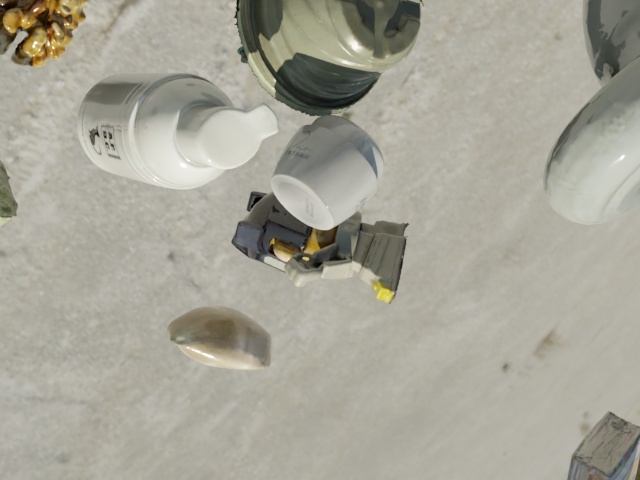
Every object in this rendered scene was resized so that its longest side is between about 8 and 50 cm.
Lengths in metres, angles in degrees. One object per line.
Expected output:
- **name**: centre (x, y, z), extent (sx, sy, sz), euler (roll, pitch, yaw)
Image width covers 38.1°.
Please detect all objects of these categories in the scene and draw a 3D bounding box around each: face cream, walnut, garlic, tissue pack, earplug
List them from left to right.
- **walnut**: centre (-0.431, -0.346, 1.392), extent (0.143, 0.069, 0.170), euler (31, 89, -22)
- **face cream**: centre (-0.180, -0.137, 1.143), extent (0.145, 0.370, 0.145), euler (-5, 100, -29)
- **garlic**: centre (-0.161, 0.181, 1.659), extent (0.318, 0.143, 0.112), euler (47, 55, -66)
- **face cream**: centre (0.008, -0.079, 1.076), extent (0.104, 0.117, 0.117), euler (-50, 155, -23)
- **tissue pack**: centre (0.365, 0.319, 1.208), extent (0.116, 0.065, 0.155), euler (-31, 131, -42)
- **earplug**: centre (0.279, -0.148, 0.758), extent (0.325, 0.175, 0.214), euler (-59, 175, -33)

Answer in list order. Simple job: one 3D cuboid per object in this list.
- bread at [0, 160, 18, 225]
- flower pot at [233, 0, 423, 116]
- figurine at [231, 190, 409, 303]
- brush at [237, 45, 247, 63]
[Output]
- **bread**: centre (-0.661, -0.043, 1.284), extent (0.395, 0.239, 0.264), euler (17, 122, -47)
- **flower pot**: centre (0.028, -0.269, 1.097), extent (0.236, 0.141, 0.235), euler (0, 90, -40)
- **figurine**: centre (0.001, -0.003, 1.537), extent (0.308, 0.309, 0.143), euler (11, 99, -61)
- **brush**: centre (-0.068, -0.374, 1.806), extent (0.194, 0.032, 0.043), euler (-7, 163, 11)
